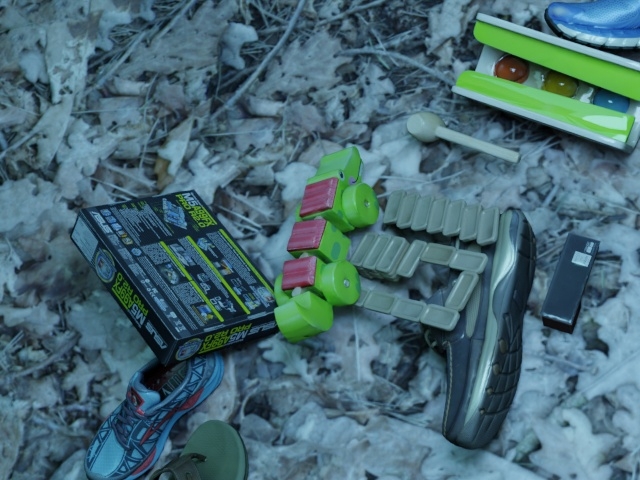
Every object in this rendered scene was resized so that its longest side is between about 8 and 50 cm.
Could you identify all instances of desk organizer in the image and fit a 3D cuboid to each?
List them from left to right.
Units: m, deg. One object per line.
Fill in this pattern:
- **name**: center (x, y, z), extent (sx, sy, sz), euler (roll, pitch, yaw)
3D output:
- **desk organizer**: center (0.352, 0.061, 1.647), extent (0.047, 0.050, 0.130), euler (17, 72, 20)

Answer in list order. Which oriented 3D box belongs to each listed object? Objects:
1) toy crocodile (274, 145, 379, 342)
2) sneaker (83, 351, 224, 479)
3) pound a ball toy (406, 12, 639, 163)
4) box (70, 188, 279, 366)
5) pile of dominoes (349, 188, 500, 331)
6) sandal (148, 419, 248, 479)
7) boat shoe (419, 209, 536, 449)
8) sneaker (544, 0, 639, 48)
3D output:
- **toy crocodile**: center (0.000, 0.000, 1.704), extent (0.115, 0.105, 0.340), euler (-12, 50, 36)
- **sneaker**: center (-0.258, 0.235, 1.688), extent (0.104, 0.125, 0.262), euler (34, 79, 25)
- **pound a ball toy**: center (0.315, -0.202, 1.746), extent (0.319, 0.136, 0.208), euler (22, 99, 22)
- **box**: center (-0.206, 0.046, 1.720), extent (0.270, 0.216, 0.060), euler (49, 130, 26)
- **pile of dominoes**: center (0.147, 0.029, 1.655), extent (0.251, 0.040, 0.196), euler (13, 67, 50)
- **sandal**: center (-0.197, 0.362, 1.596), extent (0.120, 0.086, 0.303), euler (6, 44, 31)
- **boat shoe**: center (0.210, 0.120, 1.630), extent (0.130, 0.132, 0.355), euler (2, 59, 26)
- **sneaker**: center (0.494, -0.357, 1.726), extent (0.330, 0.130, 0.147), euler (-5, 98, 5)
